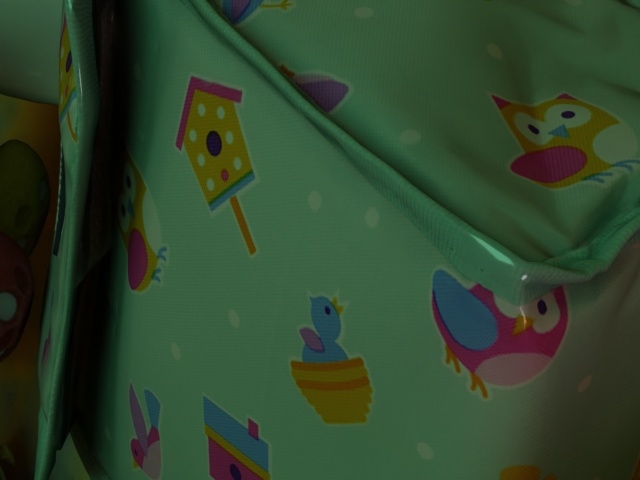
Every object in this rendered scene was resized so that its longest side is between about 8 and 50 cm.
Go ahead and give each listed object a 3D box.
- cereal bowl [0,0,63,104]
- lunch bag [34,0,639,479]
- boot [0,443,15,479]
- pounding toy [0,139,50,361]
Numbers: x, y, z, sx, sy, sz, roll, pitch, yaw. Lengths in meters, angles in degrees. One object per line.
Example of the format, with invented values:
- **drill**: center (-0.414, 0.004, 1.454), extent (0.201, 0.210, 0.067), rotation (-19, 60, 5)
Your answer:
- **cereal bowl**: center (-0.078, -0.227, 0.687), extent (0.339, 0.141, 0.339), rotation (13, 119, 25)
- **lunch bag**: center (0.000, 0.000, 0.566), extent (0.262, 0.160, 0.223), rotation (42, 139, 33)
- **boot**: center (-0.101, 0.141, 0.688), extent (0.262, 0.095, 0.203), rotation (-40, 59, 29)
- **pounding toy**: center (-0.151, 0.010, 0.680), extent (0.110, 0.237, 0.183), rotation (19, 55, -2)
